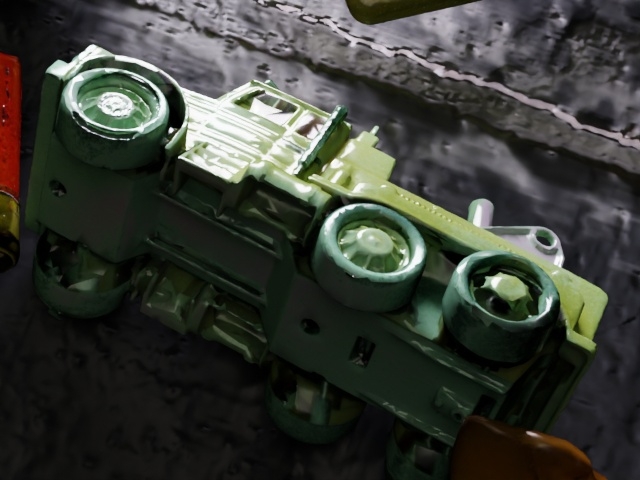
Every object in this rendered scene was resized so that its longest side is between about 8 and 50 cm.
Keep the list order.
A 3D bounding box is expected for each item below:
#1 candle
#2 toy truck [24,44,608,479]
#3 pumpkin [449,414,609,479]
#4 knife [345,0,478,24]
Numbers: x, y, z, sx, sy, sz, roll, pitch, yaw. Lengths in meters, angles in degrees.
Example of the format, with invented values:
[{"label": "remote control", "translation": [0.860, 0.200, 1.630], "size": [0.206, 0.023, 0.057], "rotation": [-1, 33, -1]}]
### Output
[{"label": "candle", "translation": [-0.166, -0.050, 0.727], "size": [0.052, 0.052, 0.130], "rotation": [-2, 70, -6]}, {"label": "toy truck", "translation": [-0.004, 0.000, 0.703], "size": [0.260, 0.128, 0.135], "rotation": [24, 45, 5]}, {"label": "pumpkin", "translation": [0.191, 0.209, 0.642], "size": [0.258, 0.095, 0.290], "rotation": [-3, 72, -20]}, {"label": "knife", "translation": [0.178, -0.147, 0.804], "size": [0.343, 0.027, 0.061], "rotation": [-15, 69, -13]}]
